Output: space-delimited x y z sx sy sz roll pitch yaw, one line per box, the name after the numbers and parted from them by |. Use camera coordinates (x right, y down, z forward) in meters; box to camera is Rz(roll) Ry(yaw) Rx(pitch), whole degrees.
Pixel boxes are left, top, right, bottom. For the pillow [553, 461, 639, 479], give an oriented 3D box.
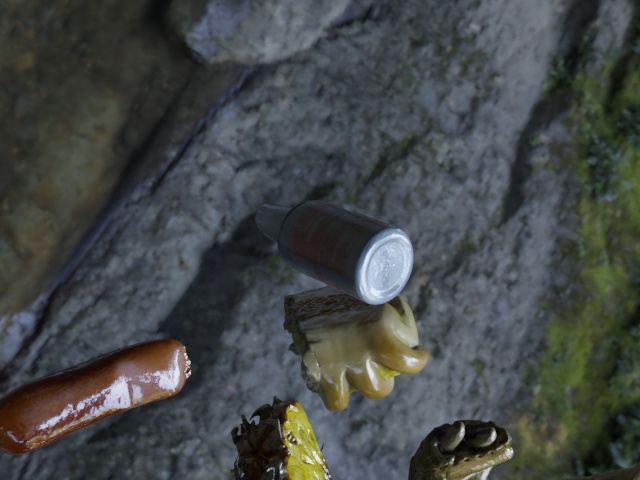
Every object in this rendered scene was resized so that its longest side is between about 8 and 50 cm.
0.384 0.493 1.702 0.119 0.310 0.312 80 4 -55 | pillow

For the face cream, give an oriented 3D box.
0.000 0.000 1.460 0.101 0.252 0.101 -18 117 -38 | face cream

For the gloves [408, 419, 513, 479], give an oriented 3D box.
0.232 0.419 1.959 0.203 0.155 0.356 -55 159 -35 | gloves

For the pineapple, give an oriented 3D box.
-0.032 0.208 0.972 0.069 0.137 0.116 -30 121 17 | pineapple

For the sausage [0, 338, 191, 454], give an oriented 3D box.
-0.322 0.212 1.566 0.300 0.089 0.083 -19 -177 -28 | sausage

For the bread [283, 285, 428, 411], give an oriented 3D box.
0.069 0.212 2.235 0.270 0.315 0.211 -11 111 -9 | bread
